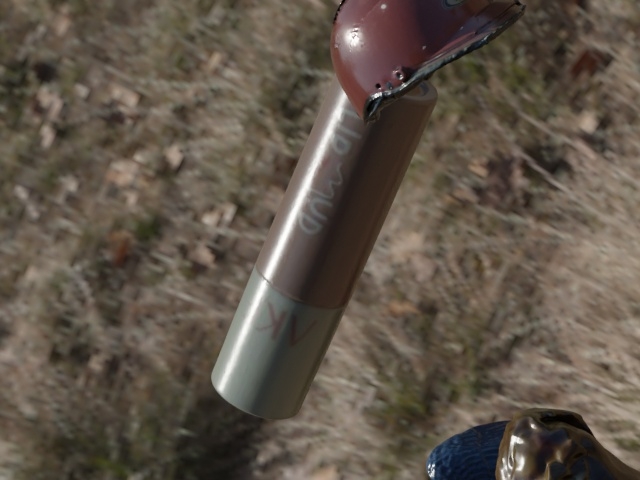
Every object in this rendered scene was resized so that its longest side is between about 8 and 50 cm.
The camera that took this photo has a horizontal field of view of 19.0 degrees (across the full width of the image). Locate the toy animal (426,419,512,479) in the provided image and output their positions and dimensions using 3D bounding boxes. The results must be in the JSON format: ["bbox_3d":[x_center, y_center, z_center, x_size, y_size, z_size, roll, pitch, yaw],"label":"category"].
[{"bbox_3d":[0.168,0.294,1.945,0.255,0.176,0.239,-19,60,15],"label":"toy animal"}]

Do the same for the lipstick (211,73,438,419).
[{"bbox_3d":[0.000,0.000,1.299,0.070,0.070,0.254,42,120,37],"label":"lipstick"}]

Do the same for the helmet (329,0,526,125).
[{"bbox_3d":[0.035,-0.086,0.740,0.084,0.065,0.049,-33,94,43],"label":"helmet"}]

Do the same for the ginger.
[{"bbox_3d":[0.276,0.268,1.597,0.165,0.321,0.172,-35,30,37],"label":"ginger"}]
